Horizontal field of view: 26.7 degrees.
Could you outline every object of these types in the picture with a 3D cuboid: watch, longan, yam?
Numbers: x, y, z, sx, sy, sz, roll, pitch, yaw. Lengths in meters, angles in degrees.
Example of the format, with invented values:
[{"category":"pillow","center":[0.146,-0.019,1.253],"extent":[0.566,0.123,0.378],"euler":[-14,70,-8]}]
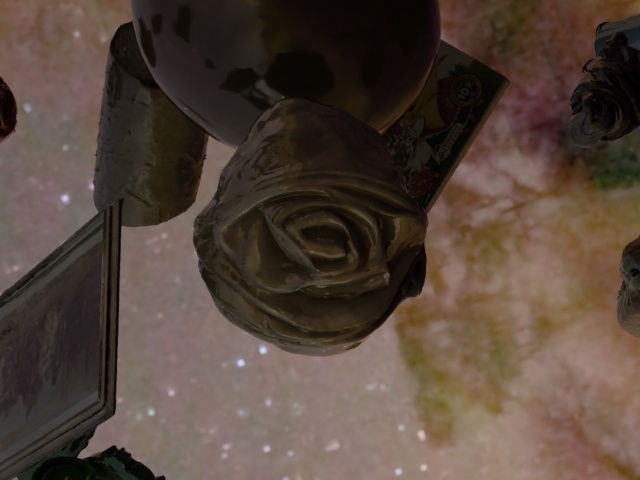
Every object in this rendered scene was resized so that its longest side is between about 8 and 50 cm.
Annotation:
[{"category":"watch","center":[-0.237,0.261,1.258],"extent":[0.165,0.131,0.152],"euler":[38,-156,2]},{"category":"longan","center":[-0.034,-0.259,1.484],"extent":[0.361,0.361,0.361],"euler":[57,-160,-34]},{"category":"yam","center":[-0.229,-0.155,1.848],"extent":[0.161,0.161,0.268],"euler":[-91,10,-50]}]

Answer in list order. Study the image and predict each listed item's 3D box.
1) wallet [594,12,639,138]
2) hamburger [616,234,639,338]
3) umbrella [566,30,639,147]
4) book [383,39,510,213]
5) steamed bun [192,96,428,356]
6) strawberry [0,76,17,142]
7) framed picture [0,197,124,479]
[{"category":"wallet","center":[0.410,-0.171,1.345],"extent":[0.075,0.250,0.176],"euler":[-40,-73,-33]},{"category":"hamburger","center":[0.376,0.036,1.286],"extent":[0.189,0.215,0.122],"euler":[18,-111,-50]},{"category":"umbrella","center":[0.241,-0.120,1.109],"extent":[0.066,0.059,0.235],"euler":[41,-154,2]},{"category":"book","center":[0.072,-0.197,1.846],"extent":[0.322,0.228,0.018],"euler":[34,-175,26]},{"category":"steamed bun","center":[0.002,0.001,1.201],"extent":[0.211,0.218,0.144],"euler":[35,-175,-14]},{"category":"strawberry","center":[-0.531,-0.178,1.818],"extent":[0.205,0.244,0.205],"euler":[3,-90,-82]},{"category":"framed picture","center":[-0.261,0.106,1.255],"extent":[0.017,0.274,0.217],"euler":[19,-128,-35]}]
